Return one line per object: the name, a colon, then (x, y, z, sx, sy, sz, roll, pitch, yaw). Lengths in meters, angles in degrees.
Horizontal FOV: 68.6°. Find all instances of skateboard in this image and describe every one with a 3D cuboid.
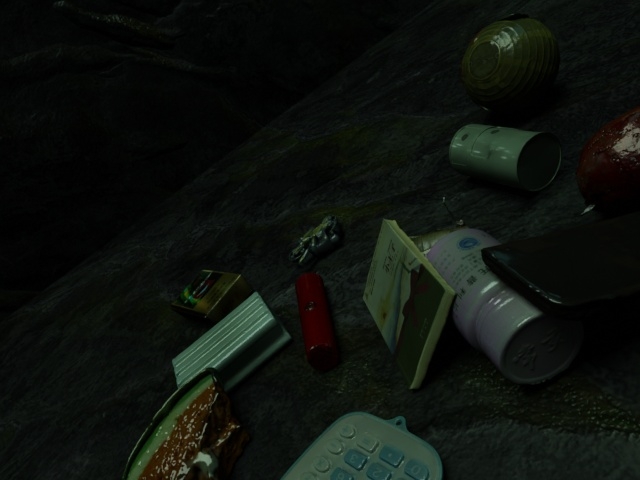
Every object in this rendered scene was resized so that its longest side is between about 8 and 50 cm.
skateboard: (0.275, -0.052, 1.040, 0.064, 0.083, 0.032, -15, 35, 37)

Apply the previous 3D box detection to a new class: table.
table: (0.408, -0.192, 1.061, 0.126, 0.126, 0.220, -40, 29, -7)

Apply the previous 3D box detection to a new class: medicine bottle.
medicine bottle: (0.275, 0.093, 0.743, 0.152, 0.152, 0.254, -34, 26, 4)

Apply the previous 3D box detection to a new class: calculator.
calculator: (0.014, 0.409, 0.658, 0.256, 0.054, 0.386, 6, 47, 52)

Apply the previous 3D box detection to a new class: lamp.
lamp: (0.523, -0.465, 1.261, 0.285, 0.249, 0.250, -4, 10, -33)

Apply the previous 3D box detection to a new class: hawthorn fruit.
hawthorn fruit: (0.512, -0.118, 0.782, 0.235, 0.181, 0.181, -36, 28, 2)

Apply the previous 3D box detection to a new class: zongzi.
zongzi: (0.235, 0.056, 0.935, 0.160, 0.078, 0.176, -18, 43, 31)

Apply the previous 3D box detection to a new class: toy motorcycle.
toy motorcycle: (0.000, 0.000, 1.295, 0.193, 0.061, 0.124, -46, 32, -21)

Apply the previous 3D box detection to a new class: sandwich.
sandwich: (-0.249, 0.397, 0.921, 0.212, 0.109, 0.292, -7, 43, 30)

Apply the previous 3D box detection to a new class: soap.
soap: (-0.210, 0.258, 1.102, 0.265, 0.087, 0.160, -39, 28, -7)

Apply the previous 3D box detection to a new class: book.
book: (0.149, 0.103, 0.871, 0.026, 0.201, 0.289, 5, 23, -16)

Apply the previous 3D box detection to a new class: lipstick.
lipstick: (-0.012, 0.167, 1.040, 0.073, 0.073, 0.279, -32, 27, 8)

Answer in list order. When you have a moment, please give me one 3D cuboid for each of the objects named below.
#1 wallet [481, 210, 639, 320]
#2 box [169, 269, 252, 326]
wallet: (0.402, 0.029, 0.662, 0.310, 0.042, 0.165, -11, 35, -17)
box: (-0.325, 0.169, 1.387, 0.240, 0.071, 0.159, 0, 47, 49)
